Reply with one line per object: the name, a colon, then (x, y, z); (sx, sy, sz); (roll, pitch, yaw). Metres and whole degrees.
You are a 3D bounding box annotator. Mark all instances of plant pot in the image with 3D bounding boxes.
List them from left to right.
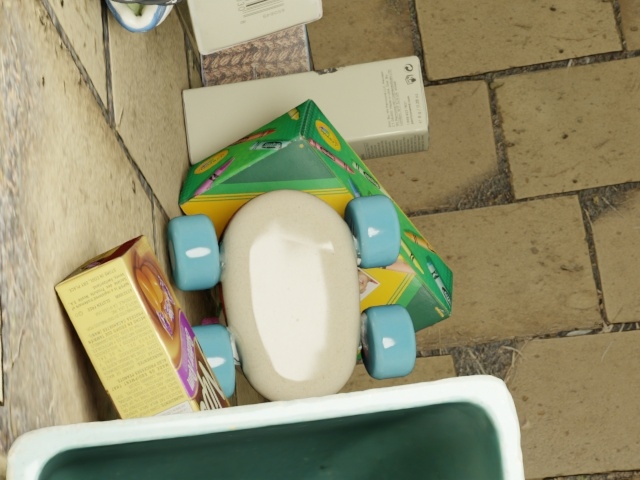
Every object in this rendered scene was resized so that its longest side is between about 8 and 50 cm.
plant pot: (-0.040, 0.214, 0.796); (0.252, 0.248, 0.247); (150, -66, -74)

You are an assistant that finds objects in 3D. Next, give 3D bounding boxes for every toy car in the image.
toy car: (-0.047, 0.064, 1.490); (0.238, 0.219, 0.210); (153, -70, -75)

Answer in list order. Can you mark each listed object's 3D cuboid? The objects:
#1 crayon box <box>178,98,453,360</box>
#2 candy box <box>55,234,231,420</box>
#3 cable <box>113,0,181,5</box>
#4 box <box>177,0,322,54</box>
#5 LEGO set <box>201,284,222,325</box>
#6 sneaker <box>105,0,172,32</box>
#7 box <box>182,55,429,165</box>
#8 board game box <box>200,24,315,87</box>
crayon box: (0.000, 0.000, 1.588); (0.278, 0.165, 0.081); (49, 29, -26)
candy box: (-0.106, 0.095, 0.993); (0.109, 0.053, 0.186); (-79, 145, -81)
cable: (-0.146, -0.272, 1.146); (0.150, 0.047, 0.184); (-52, 128, -44)
box: (-0.098, -0.314, 1.387); (0.148, 0.127, 0.232); (82, -14, -50)
LEGO set: (-0.086, 0.058, 1.672); (0.227, 0.087, 0.093); (-95, 177, -61)
sneaker: (-0.155, -0.270, 1.204); (0.081, 0.080, 0.211); (-99, 179, -66)
box: (-0.014, -0.138, 1.703); (0.113, 0.275, 0.094); (72, 11, -80)
board game box: (-0.067, -0.138, 2.002); (0.291, 0.141, 0.232); (76, 7, -69)
